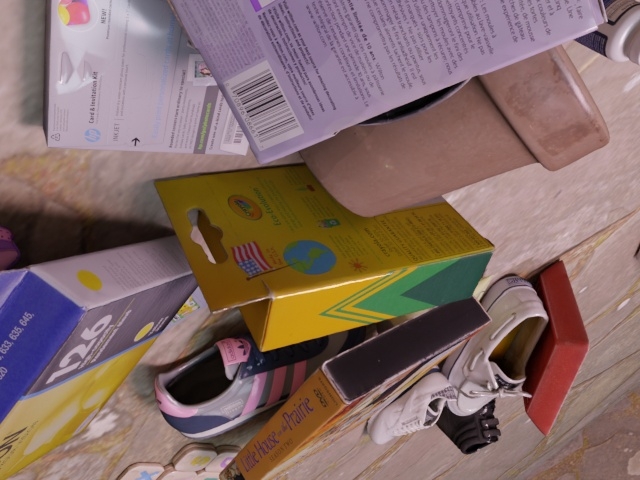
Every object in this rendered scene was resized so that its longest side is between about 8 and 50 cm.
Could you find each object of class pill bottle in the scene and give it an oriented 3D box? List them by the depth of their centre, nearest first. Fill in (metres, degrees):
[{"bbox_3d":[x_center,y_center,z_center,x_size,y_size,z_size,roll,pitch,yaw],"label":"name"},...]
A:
[{"bbox_3d":[0.356,-0.257,0.657,0.067,0.120,0.067,-19,137,-18],"label":"pill bottle"}]

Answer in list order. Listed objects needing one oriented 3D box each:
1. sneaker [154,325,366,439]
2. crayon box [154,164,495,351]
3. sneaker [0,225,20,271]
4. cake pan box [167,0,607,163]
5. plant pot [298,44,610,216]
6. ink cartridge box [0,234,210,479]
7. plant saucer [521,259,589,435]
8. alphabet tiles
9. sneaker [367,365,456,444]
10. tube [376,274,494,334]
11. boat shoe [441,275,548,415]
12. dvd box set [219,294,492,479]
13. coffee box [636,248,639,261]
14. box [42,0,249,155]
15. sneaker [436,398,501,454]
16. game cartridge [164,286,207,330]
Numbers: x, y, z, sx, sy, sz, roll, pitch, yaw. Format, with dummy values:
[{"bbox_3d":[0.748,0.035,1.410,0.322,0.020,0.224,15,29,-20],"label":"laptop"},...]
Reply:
[{"bbox_3d":[-0.080,0.170,0.773,0.319,0.112,0.131,-30,142,-9],"label":"sneaker"},{"bbox_3d":[0.000,0.000,0.598,0.318,0.202,0.081,-9,133,-27],"label":"crayon box"},{"bbox_3d":[-0.342,0.074,0.520,0.104,0.095,0.236,-4,130,-42],"label":"sneaker"},{"bbox_3d":[0.011,-0.199,0.337,0.246,0.070,0.267,-17,111,32],"label":"cake pan box"},{"bbox_3d":[0.099,-0.138,0.522,0.229,0.263,0.263,-34,143,25],"label":"plant pot"},{"bbox_3d":[-0.273,0.135,0.525,0.303,0.072,0.307,-48,174,16],"label":"ink cartridge box"},{"bbox_3d":[0.452,0.210,1.103,0.048,0.258,0.259,8,125,7],"label":"plant saucer"},{"bbox_3d":[-0.274,0.470,0.997,0.284,0.021,0.278,-47,139,12],"label":"alphabet tiles"},{"bbox_3d":[0.190,0.373,1.171,0.090,0.095,0.235,12,122,-43],"label":"sneaker"},{"bbox_3d":[0.211,0.126,0.982,0.240,0.070,0.062,-17,93,-27],"label":"tube"},{"bbox_3d":[0.360,0.261,1.101,0.136,0.156,0.367,8,122,-17],"label":"boat shoe"},{"bbox_3d":[0.040,0.252,0.848,0.307,0.062,0.420,-16,153,-40],"label":"dvd box set"},{"bbox_3d":[0.951,-0.035,1.117,0.334,0.337,0.338,-25,138,-13],"label":"coffee box"},{"bbox_3d":[-0.140,-0.148,0.483,0.186,0.038,0.145,-4,130,-33],"label":"box"},{"bbox_3d":[0.394,0.379,1.277,0.104,0.147,0.296,13,119,-40],"label":"sneaker"},{"bbox_3d":[-0.181,0.079,0.691,0.083,0.017,0.056,-32,136,-5],"label":"game cartridge"}]
